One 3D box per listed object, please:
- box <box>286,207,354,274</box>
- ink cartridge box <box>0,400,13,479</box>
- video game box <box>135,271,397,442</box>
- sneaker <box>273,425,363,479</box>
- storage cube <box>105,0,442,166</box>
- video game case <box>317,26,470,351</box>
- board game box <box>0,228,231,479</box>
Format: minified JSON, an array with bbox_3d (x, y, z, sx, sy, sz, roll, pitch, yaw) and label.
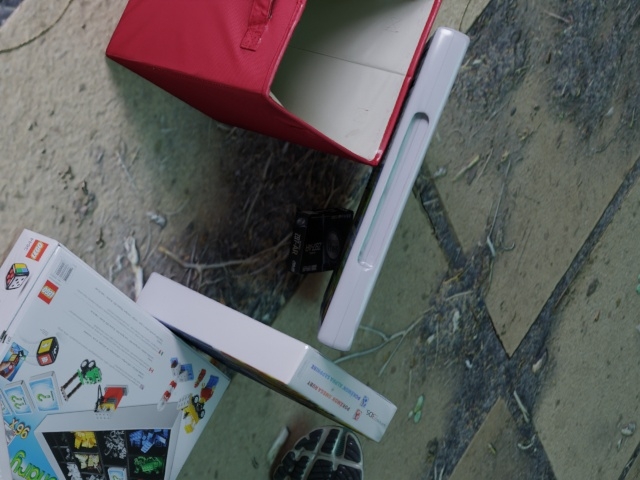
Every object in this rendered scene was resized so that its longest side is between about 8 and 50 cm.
[{"bbox_3d":[0.000,0.000,1.625,0.083,0.018,0.067,-5,109,-53],"label":"box"},{"bbox_3d":[-0.332,0.268,1.084,0.261,0.066,0.296,-22,111,-50],"label":"ink cartridge box"},{"bbox_3d":[-0.052,0.113,1.447,0.187,0.205,0.048,36,80,-53],"label":"video game box"},{"bbox_3d":[-0.004,0.330,1.721,0.110,0.107,0.275,-38,141,-65],"label":"sneaker"},{"bbox_3d":[-0.037,-0.194,1.341,0.215,0.193,0.183,27,83,-55],"label":"storage cube"},{"bbox_3d":[0.066,-0.052,1.476,0.329,0.036,0.300,-84,-165,-87],"label":"video game case"},{"bbox_3d":[-0.215,0.145,1.370,0.193,0.053,0.305,-61,143,-14],"label":"board game box"}]
